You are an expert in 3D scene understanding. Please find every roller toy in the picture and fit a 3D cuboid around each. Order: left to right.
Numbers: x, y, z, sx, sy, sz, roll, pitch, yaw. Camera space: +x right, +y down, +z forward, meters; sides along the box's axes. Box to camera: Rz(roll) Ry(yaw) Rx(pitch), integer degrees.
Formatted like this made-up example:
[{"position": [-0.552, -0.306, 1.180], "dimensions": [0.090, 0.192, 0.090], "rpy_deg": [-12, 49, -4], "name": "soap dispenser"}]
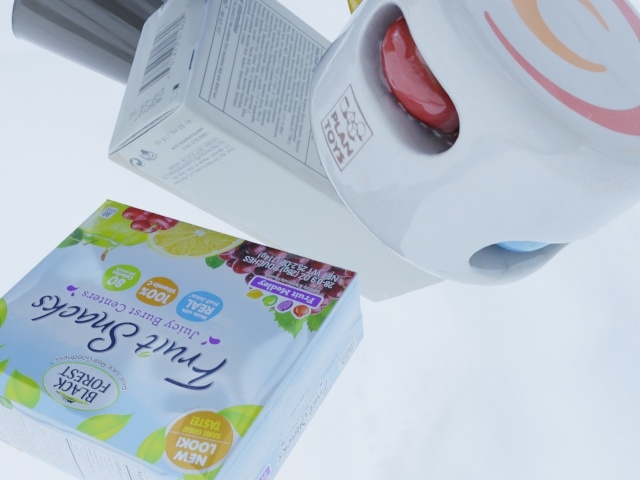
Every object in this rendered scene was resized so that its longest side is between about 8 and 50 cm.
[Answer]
[{"position": [0.095, -0.079, 0.487], "dimensions": [0.146, 0.209, 0.191], "rpy_deg": [-46, 15, 46], "name": "roller toy"}]

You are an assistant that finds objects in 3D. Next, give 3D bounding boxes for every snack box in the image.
[{"position": [-0.102, 0.070, 0.524], "dimensions": [0.207, 0.070, 0.174], "rpy_deg": [16, 46, 26], "name": "snack box"}]

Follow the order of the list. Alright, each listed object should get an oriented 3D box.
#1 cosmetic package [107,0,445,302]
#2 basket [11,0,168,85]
[{"position": [-0.013, -0.081, 0.731], "dimensions": [0.113, 0.309, 0.160], "rpy_deg": [-22, 48, 41], "name": "cosmetic package"}, {"position": [-0.283, -0.300, 1.145], "dimensions": [0.154, 0.227, 0.204], "rpy_deg": [-66, 9, -24], "name": "basket"}]
